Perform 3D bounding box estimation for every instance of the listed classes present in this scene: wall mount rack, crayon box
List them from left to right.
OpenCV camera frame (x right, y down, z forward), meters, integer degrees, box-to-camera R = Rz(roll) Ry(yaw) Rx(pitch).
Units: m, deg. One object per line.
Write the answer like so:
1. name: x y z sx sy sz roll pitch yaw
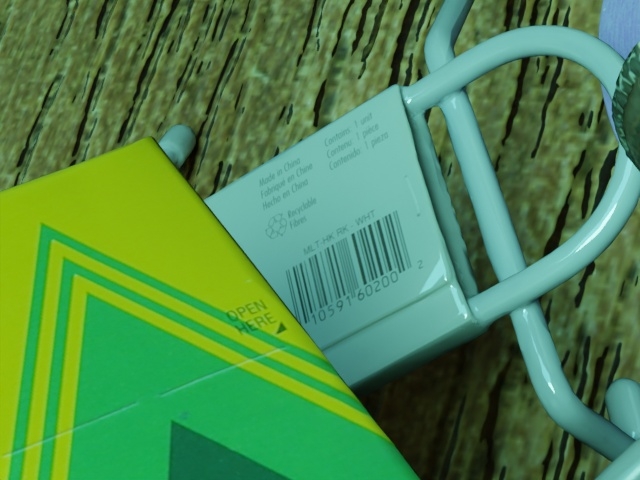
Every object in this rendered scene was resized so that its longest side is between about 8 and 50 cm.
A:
1. crayon box: -0.013 0.205 0.508 0.106 0.363 0.313 -20 46 -21
2. wall mount rack: 0.000 0.000 0.760 0.350 0.130 0.304 -29 55 24

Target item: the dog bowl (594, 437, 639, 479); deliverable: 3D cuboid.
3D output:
1. dog bowl: 0.204 0.186 0.547 0.348 0.102 0.349 -15 57 25

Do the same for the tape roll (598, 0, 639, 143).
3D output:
1. tape roll: 0.256 -0.085 0.679 0.274 0.090 0.275 -15 57 25

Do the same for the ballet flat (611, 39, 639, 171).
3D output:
1. ballet flat: 0.335 -0.042 0.491 0.482 0.164 0.182 12 61 9
